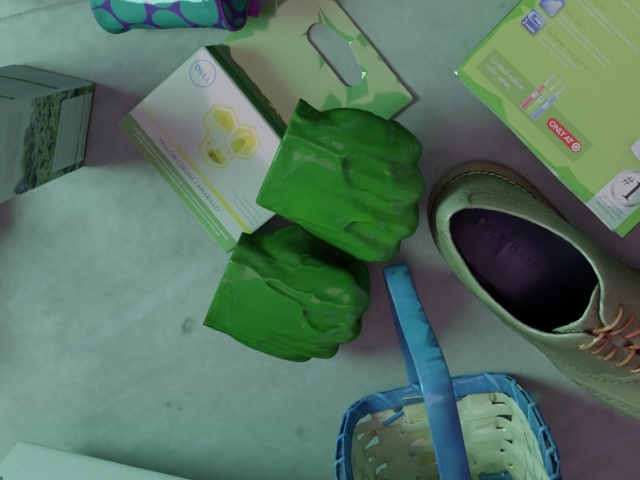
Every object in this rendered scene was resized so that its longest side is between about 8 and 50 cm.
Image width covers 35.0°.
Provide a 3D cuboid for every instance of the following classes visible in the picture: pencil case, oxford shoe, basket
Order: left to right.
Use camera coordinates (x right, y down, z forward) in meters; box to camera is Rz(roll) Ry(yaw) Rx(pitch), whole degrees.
[{"bbox_3d":[-0.139,-0.228,0.954,0.151,0.070,0.064,6,77,27],"label":"pencil case"},{"bbox_3d":[0.110,0.189,0.926,0.201,0.255,0.289,-10,109,2],"label":"basket"},{"bbox_3d":[0.257,0.083,0.926,0.397,0.146,0.140,34,106,1],"label":"oxford shoe"}]

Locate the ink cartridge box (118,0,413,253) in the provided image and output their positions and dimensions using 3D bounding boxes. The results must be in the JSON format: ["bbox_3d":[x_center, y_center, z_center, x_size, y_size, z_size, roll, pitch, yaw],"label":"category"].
[{"bbox_3d":[-0.054,-0.125,0.985,0.235,0.056,0.171,-38,93,18],"label":"ink cartridge box"}]

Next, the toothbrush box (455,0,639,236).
[{"bbox_3d":[0.287,-0.179,0.872,0.206,0.122,0.283,43,107,-1],"label":"toothbrush box"}]

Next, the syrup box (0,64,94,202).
[{"bbox_3d":[-0.301,-0.101,0.940,0.096,0.237,0.093,14,106,7],"label":"syrup box"}]

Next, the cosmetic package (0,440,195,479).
[{"bbox_3d":[-0.170,0.344,0.921,0.453,0.230,0.161,1,128,37],"label":"cosmetic package"}]

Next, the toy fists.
[{"bbox_3d":[0.000,0.000,0.945,0.142,0.096,0.279,24,120,-5],"label":"toy fists"}]
